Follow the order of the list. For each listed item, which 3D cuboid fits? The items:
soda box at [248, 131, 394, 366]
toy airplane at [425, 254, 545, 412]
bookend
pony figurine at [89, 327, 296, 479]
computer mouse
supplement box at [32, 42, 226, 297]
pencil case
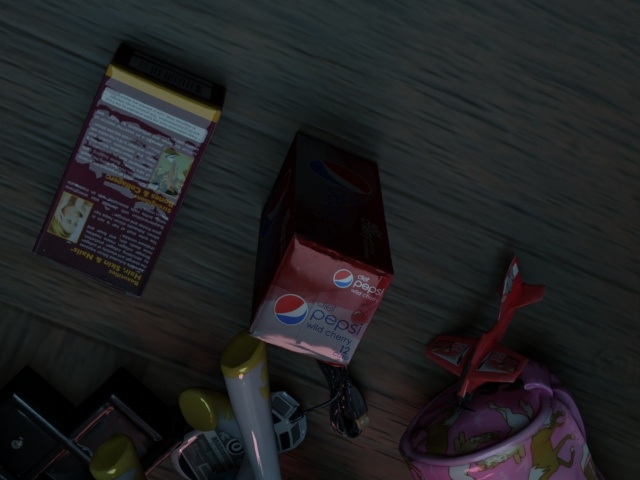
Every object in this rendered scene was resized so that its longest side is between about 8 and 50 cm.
[{"bbox_3d":[0.000,0.000,1.158,0.083,0.263,0.092,22,110,-9],"label":"soda box"},{"bbox_3d":[0.153,0.086,1.274,0.028,0.151,0.151,29,109,-26],"label":"toy airplane"},{"bbox_3d":[-0.234,0.173,1.328,0.157,0.072,0.156,-42,105,14],"label":"bookend"},{"bbox_3d":[-0.065,0.313,1.227,0.302,0.351,0.363,-4,131,35],"label":"pony figurine"},{"bbox_3d":[-0.053,0.169,1.341,0.193,0.042,0.106,-22,120,5],"label":"computer mouse"},{"bbox_3d":[-0.166,-0.061,1.233,0.104,0.081,0.188,23,109,-9],"label":"supplement box"},{"bbox_3d":[0.225,0.298,1.329,0.167,0.160,0.386,-38,109,-21],"label":"pencil case"}]
